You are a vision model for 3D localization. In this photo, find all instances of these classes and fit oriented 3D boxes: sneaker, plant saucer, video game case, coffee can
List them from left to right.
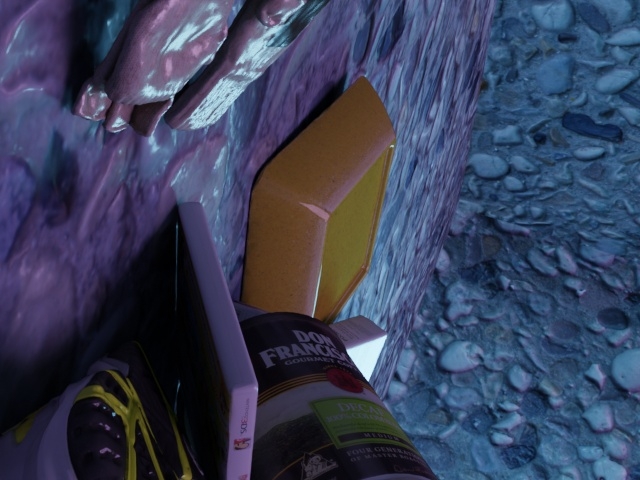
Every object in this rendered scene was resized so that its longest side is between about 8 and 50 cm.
[{"bbox_3d":[-0.173,0.164,0.649,0.147,0.145,0.384,-29,172,-6],"label":"sneaker"},{"bbox_3d":[-0.095,0.114,0.788,0.227,0.026,0.206,-114,-156,-47],"label":"video game case"},{"bbox_3d":[-0.011,0.227,0.900,0.275,0.201,0.201,-130,-134,-54],"label":"coffee can"},{"bbox_3d":[0.006,-0.004,1.194,0.333,0.081,0.333,-50,155,-50],"label":"plant saucer"}]

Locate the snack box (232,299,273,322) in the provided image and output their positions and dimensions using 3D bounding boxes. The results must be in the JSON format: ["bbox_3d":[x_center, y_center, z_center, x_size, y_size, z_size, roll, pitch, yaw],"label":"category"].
[{"bbox_3d":[-0.097,0.164,1.056,0.022,0.064,0.178,-12,120,-76],"label":"snack box"}]

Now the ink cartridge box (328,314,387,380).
[{"bbox_3d":[-0.018,0.206,1.188,0.232,0.066,0.189,-5,121,-52],"label":"ink cartridge box"}]

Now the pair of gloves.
[{"bbox_3d":[-0.062,-0.151,0.641,0.204,0.042,0.240,-48,172,14],"label":"pair of gloves"}]
